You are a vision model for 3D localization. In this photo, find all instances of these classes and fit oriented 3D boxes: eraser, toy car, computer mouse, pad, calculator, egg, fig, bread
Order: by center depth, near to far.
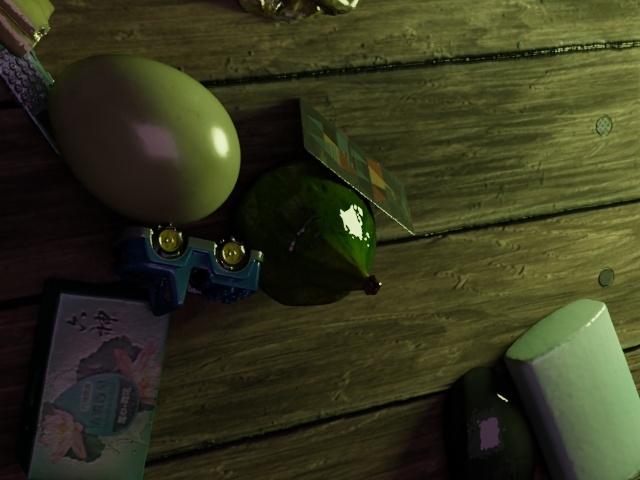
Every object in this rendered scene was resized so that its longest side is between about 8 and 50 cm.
[{"bbox_3d":[-0.385,-0.303,1.263,0.060,0.139,0.178,-37,116,13],"label":"bread"},{"bbox_3d":[-0.214,-0.124,1.344,0.254,0.188,0.188,37,82,-25],"label":"egg"},{"bbox_3d":[-0.350,-0.184,1.366,0.057,0.018,0.172,-37,114,-14],"label":"calculator"},{"bbox_3d":[-0.165,0.044,1.368,0.191,0.097,0.100,13,72,-25],"label":"toy car"},{"bbox_3d":[0.000,0.000,1.446,0.203,0.235,0.203,-7,106,-23],"label":"fig"},{"bbox_3d":[0.050,-0.102,1.515,0.211,0.143,0.003,37,115,-27],"label":"pad"},{"bbox_3d":[0.267,0.332,1.715,0.138,0.086,0.269,-14,106,-23],"label":"computer mouse"},{"bbox_3d":[0.418,0.262,1.764,0.189,0.104,0.290,-31,110,-19],"label":"eraser"}]

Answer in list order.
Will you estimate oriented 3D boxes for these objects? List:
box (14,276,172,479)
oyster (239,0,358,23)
[{"bbox_3d":[-0.291,0.181,1.414,0.153,0.092,0.244,8,96,-27],"label":"box"},{"bbox_3d":[-0.024,-0.378,1.458,0.223,0.083,0.214,-44,112,-6],"label":"oyster"}]
